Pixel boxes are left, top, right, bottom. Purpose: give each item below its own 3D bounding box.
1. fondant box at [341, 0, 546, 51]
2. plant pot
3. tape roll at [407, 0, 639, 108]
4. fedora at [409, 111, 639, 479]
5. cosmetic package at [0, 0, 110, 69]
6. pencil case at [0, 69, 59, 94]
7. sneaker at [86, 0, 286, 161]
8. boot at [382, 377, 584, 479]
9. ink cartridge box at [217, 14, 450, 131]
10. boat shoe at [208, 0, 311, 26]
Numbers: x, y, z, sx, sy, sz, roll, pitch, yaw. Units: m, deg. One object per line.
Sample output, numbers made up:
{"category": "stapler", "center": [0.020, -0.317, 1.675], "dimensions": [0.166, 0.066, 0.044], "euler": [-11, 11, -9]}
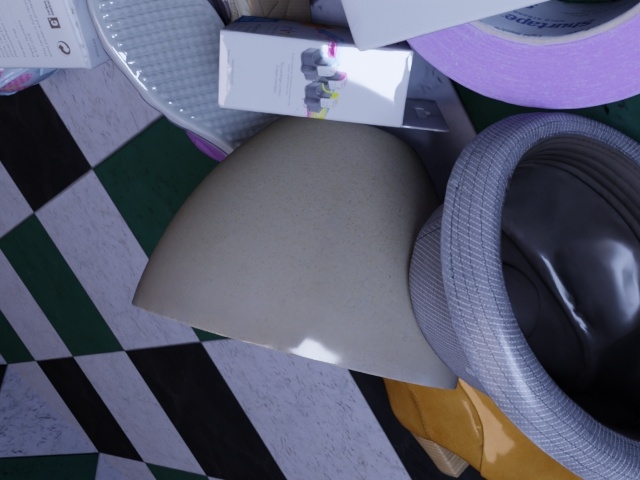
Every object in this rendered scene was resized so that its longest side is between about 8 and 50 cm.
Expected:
{"category": "fondant box", "center": [0.079, -0.274, 0.266], "dimensions": [0.238, 0.096, 0.330], "euler": [0, 120, 45]}
{"category": "plant pot", "center": [0.000, 0.000, 0.566], "dimensions": [0.284, 0.284, 0.191], "euler": [8, 82, 41]}
{"category": "tape roll", "center": [0.149, -0.224, 0.382], "dimensions": [0.275, 0.090, 0.274], "euler": [27, 136, 29]}
{"category": "fedora", "center": [0.169, 0.045, 0.447], "dimensions": [0.275, 0.243, 0.124], "euler": [28, 154, -19]}
{"category": "cosmetic package", "center": [-0.351, -0.281, 0.684], "dimensions": [0.366, 0.197, 0.155], "euler": [6, 126, 20]}
{"category": "pencil case", "center": [-0.479, -0.345, 0.903], "dimensions": [0.124, 0.113, 0.273], "euler": [-23, 103, 22]}
{"category": "sneaker", "center": [-0.138, -0.156, 0.650], "dimensions": [0.161, 0.102, 0.282], "euler": [23, 161, 51]}
{"category": "boot", "center": [0.163, 0.154, 0.655], "dimensions": [0.295, 0.104, 0.211], "euler": [-20, 105, 55]}
{"category": "ink cartridge box", "center": [0.016, -0.139, 0.522], "dimensions": [0.181, 0.104, 0.061], "euler": [6, 116, -1]}
{"category": "boat shoe", "center": [-0.091, -0.297, 0.559], "dimensions": [0.092, 0.103, 0.285], "euler": [7, 130, 37]}
